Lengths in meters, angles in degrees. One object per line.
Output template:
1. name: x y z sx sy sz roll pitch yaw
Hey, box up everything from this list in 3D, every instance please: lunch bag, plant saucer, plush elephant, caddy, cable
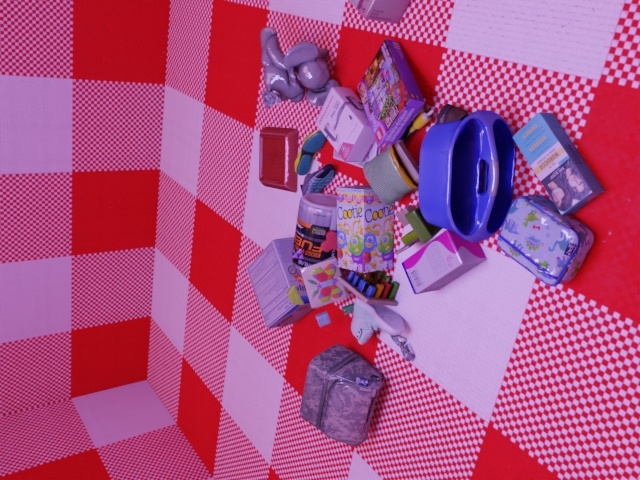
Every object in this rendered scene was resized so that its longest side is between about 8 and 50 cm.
1. lunch bag: 0.565 0.000 1.523 0.219 0.090 0.176 48 134 39
2. plant saucer: -0.186 -0.341 2.506 0.258 0.047 0.259 17 110 51
3. plush elephant: -0.071 -0.614 2.163 0.272 0.255 0.330 64 -157 -44
4. caddy: 0.400 -0.170 1.588 0.179 0.241 0.342 16 109 56
5. lunch bag: 0.089 0.562 2.171 0.256 0.212 0.305 26 118 30
6. cable: 0.257 -0.347 1.887 0.287 0.072 0.140 -56 50 40

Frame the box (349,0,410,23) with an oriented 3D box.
1. box: 0.208 -0.797 1.814 0.127 0.148 0.232 59 138 28

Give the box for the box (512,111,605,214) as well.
1. box: 0.585 -0.192 1.484 0.100 0.060 0.244 -49 58 46

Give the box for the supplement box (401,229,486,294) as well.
1. supplement box: 0.363 0.062 1.782 0.220 0.113 0.111 -43 61 49

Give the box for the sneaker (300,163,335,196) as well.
1. sneaker: -0.024 -0.238 2.280 0.224 0.083 0.098 -50 52 46

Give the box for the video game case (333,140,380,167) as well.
1. video game case: 0.131 -0.366 2.093 0.227 0.026 0.207 28 117 48

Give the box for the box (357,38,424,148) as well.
1. box: 0.212 -0.457 1.874 0.201 0.057 0.293 123 144 -44

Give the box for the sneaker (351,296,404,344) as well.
1. sneaker: 0.193 0.305 2.063 0.256 0.094 0.151 34 116 57

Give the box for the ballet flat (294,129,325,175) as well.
1. ballet flat: -0.048 -0.352 2.303 0.231 0.077 0.077 120 146 -42

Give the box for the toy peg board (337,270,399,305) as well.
1. toy peg board: 0.172 0.144 2.026 0.161 0.160 0.079 37 108 44

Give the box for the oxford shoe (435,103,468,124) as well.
1. oxford shoe: 0.372 -0.273 1.740 0.096 0.082 0.227 32 121 41

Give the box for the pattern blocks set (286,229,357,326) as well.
1. pattern blocks set: 0.017 0.149 2.135 0.325 0.285 0.026 58 -176 -24

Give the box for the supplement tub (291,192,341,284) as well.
1. supplement tub: 0.000 0.000 2.191 0.193 0.193 0.316 31 120 47

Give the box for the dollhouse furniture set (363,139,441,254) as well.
1. dollhouse furniture set: 0.228 -0.127 1.820 0.302 0.151 0.197 57 139 0

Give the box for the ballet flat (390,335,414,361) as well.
1. ballet flat: 0.279 0.351 2.013 0.114 0.041 0.041 58 137 30

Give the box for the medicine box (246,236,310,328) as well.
1. medicine box: -0.148 0.174 2.456 0.263 0.149 0.290 -43 62 47

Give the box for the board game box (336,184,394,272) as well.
1. board game box: 0.151 -0.044 2.023 0.144 0.142 0.276 11 104 52

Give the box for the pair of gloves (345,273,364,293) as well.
1. pair of gloves: 0.129 0.156 2.140 0.010 0.083 0.074 -120 27 -66

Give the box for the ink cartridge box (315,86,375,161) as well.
1. ink cartridge box: 0.092 -0.396 2.043 0.218 0.092 0.159 58 136 32
